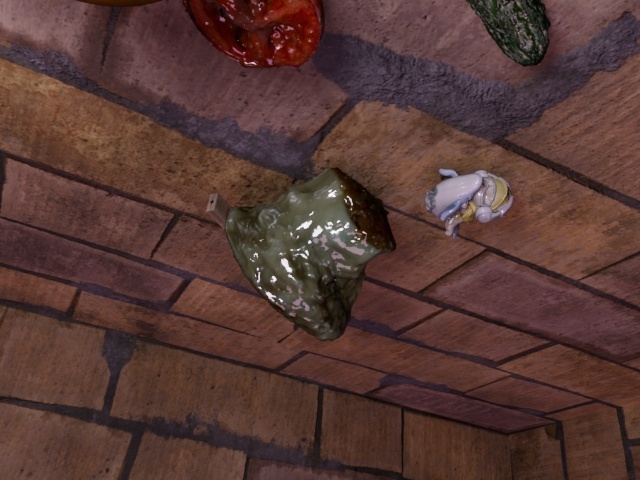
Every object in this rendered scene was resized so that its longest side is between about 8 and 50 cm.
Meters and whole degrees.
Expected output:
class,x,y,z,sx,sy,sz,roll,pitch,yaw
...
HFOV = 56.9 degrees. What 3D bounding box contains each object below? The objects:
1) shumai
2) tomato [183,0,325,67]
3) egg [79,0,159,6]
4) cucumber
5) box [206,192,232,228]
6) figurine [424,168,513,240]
class,x,y,z,sx,sy,sz,roll,pitch,yaw
shumai,0.000,0.000,1.362,0.323,0.397,0.324,-44,151,16
tomato,-0.099,-0.373,0.921,0.228,0.101,0.228,11,154,5
egg,-0.275,-0.426,0.684,0.351,0.282,0.282,9,149,-6
cucumber,0.248,-0.380,0.853,0.096,0.096,0.359,-20,143,36
box,-0.250,-0.074,1.476,0.024,0.053,0.083,-6,145,21
figurine,0.319,-0.084,1.295,0.184,0.128,0.208,2,157,2
